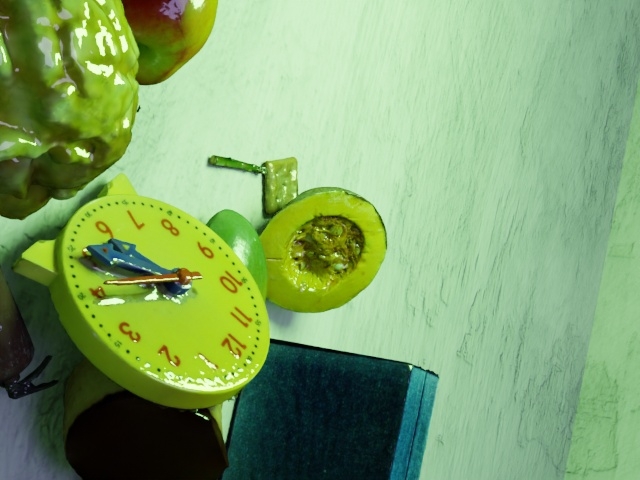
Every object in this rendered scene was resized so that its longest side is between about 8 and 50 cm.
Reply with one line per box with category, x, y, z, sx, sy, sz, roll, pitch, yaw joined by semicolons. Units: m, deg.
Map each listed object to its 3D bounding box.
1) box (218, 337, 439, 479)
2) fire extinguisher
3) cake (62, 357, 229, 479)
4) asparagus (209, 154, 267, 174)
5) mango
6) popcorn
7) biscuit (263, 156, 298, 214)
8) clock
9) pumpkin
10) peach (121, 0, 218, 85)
box;0.007;0.292;1.457;0.116;0.279;0.261;28;72;-57
fire extinguisher;-0.350;0.064;1.048;0.089;0.072;0.268;-42;128;-42
cake;-0.204;0.197;1.210;0.178;0.207;0.185;-87;-164;-56
asparagus;-0.117;-0.109;1.445;0.015;0.018;0.127;-54;153;18
mango;-0.141;0.082;1.357;0.156;0.114;0.251;39;49;-41
popcorn;-0.295;-0.156;0.910;0.282;0.282;0.247;-16;79;-56
biscuit;-0.060;-0.085;1.538;0.081;0.018;0.083;-14;106;-56
clock;-0.176;0.055;1.142;0.293;0.071;0.277;40;33;-11
pumpkin;-0.007;-0.003;1.534;0.110;0.217;0.217;-111;180;-55
peach;-0.205;-0.286;1.133;0.197;0.197;0.197;-13;106;-56
